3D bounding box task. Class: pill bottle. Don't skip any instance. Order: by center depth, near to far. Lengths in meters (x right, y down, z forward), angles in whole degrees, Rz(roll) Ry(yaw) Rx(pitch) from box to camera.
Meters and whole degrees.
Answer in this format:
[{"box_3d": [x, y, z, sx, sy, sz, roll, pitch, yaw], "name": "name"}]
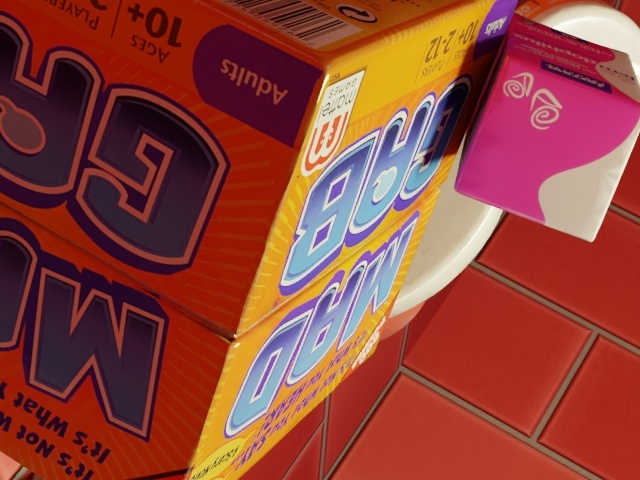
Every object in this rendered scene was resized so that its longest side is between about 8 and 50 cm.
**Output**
[{"box_3d": [0.273, -0.279, 1.743, 0.224, 0.224, 0.392, -67, -154, 21], "name": "pill bottle"}]

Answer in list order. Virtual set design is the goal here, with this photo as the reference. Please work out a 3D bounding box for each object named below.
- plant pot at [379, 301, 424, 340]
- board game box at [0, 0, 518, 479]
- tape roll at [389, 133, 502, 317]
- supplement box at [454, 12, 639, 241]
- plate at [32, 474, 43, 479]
[{"box_3d": [-0.016, 0.011, 1.633, 0.243, 0.275, 0.275, 3, 115, -62], "name": "plant pot"}, {"box_3d": [-0.122, -0.075, 0.927, 0.356, 0.356, 0.356, -34, 149, -58], "name": "board game box"}, {"box_3d": [-0.005, -0.105, 1.192, 0.392, 0.392, 0.072, -61, 165, -2], "name": "tape roll"}, {"box_3d": [0.181, -0.097, 0.992, 0.220, 0.111, 0.114, -65, 175, -68], "name": "supplement box"}, {"box_3d": [-0.233, 0.188, 1.611, 0.278, 0.045, 0.277, -62, 165, 4], "name": "plate"}]
